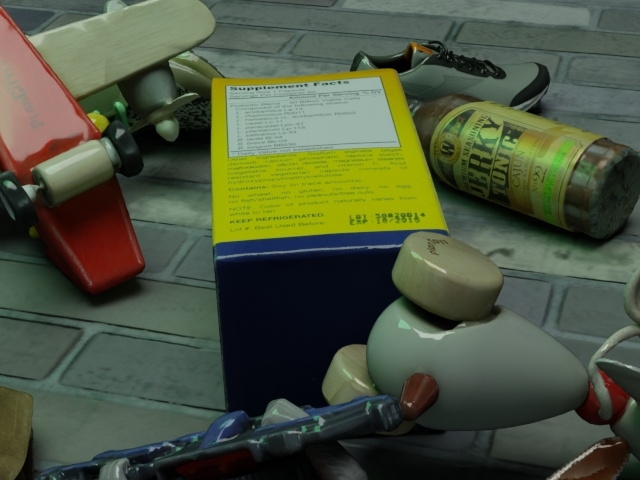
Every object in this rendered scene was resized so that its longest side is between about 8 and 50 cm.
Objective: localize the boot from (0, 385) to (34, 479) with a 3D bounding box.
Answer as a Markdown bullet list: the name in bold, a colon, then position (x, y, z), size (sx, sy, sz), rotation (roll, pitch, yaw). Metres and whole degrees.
- **boot**: position (-0.284, 0.198, 0.962), size (0.115, 0.112, 0.305), rotation (6, 28, -8)

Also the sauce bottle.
- **sauce bottle**: position (0.189, -0.101, 1.429), size (0.344, 0.111, 0.111), rotation (22, 38, 37)

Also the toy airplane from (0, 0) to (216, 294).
- **toy airplane**: position (-0.337, -0.138, 1.363), size (0.386, 0.272, 0.384), rotation (13, 64, -1)

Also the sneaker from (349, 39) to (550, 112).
- **sneaker**: position (0.164, -0.202, 1.600), size (0.271, 0.108, 0.100), rotation (-7, 29, -11)

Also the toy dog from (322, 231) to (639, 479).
- **toy dog**: position (0.165, 0.121, 0.946), size (0.334, 0.220, 0.161), rotation (3, 26, 3)

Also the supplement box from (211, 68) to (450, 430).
- **supplement box**: position (0.000, 0.000, 1.182), size (0.194, 0.195, 0.356), rotation (-3, 31, -3)

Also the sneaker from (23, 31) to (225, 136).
- **sneaker**: position (-0.304, -0.146, 1.552), size (0.410, 0.158, 0.182), rotation (4, 62, 6)

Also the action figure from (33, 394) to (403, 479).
- **action figure**: position (-0.095, 0.232, 0.893), size (0.341, 0.178, 0.330), rotation (-16, 10, 40)
